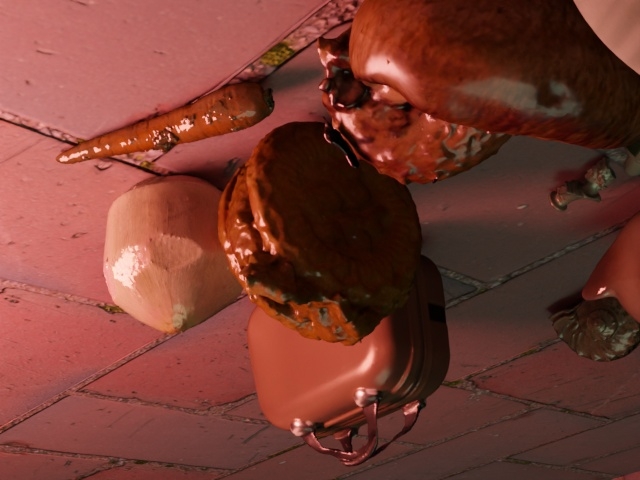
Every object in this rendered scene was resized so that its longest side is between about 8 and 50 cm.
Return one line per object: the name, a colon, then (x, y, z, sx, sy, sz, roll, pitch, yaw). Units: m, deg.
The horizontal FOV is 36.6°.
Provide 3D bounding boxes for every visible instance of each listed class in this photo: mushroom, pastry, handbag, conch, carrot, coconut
mushroom: (0.134, -0.152, 0.822, 0.283, 0.195, 0.263, -11, -170, 11)
pastry: (0.000, 0.000, 1.045, 0.240, 0.235, 0.132, 20, 147, -28)
handbag: (0.039, 0.170, 1.331, 0.149, 0.283, 0.302, 18, 143, -39)
conch: (0.471, 0.137, 1.634, 0.155, 0.130, 0.207, 17, -173, 23)
carrot: (-0.164, -0.113, 0.990, 0.254, 0.049, 0.049, -13, 153, 19)
coconut: (-0.164, 0.025, 1.095, 0.171, 0.182, 0.171, -4, 152, -2)

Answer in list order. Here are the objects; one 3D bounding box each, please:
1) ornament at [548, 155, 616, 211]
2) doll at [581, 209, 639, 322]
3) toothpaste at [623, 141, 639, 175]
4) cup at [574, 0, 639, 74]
ornament: (0.333, -0.065, 1.227, 0.092, 0.041, 0.068, -22, 153, 23)
doll: (0.570, 0.037, 1.327, 0.370, 0.226, 0.215, 15, 177, -21)
toothpaste: (0.397, -0.183, 1.001, 0.099, 0.061, 0.392, -3, 150, -9)
cup: (0.372, -0.277, 0.550, 0.401, 0.310, 0.392, 0, 157, -12)
